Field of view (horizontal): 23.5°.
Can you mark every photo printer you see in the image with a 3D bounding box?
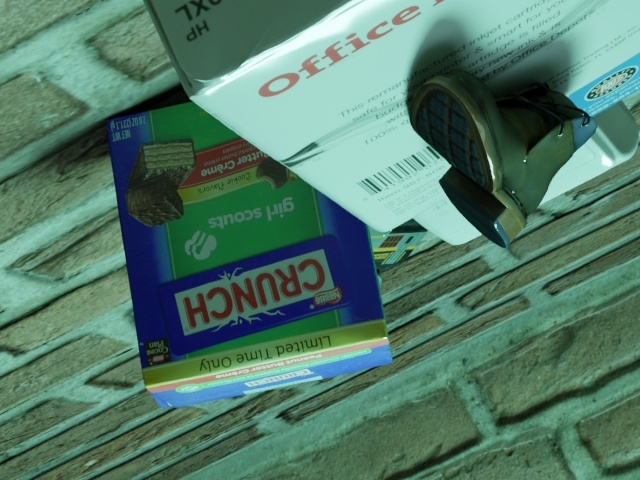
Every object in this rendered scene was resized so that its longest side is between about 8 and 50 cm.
[{"bbox_3d":[0.174,-0.137,1.774,0.307,0.256,0.107,-31,-163,44],"label":"photo printer"}]

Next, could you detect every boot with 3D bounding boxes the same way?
[{"bbox_3d":[0.126,-0.082,1.035,0.106,0.082,0.219,-46,157,-7],"label":"boot"}]

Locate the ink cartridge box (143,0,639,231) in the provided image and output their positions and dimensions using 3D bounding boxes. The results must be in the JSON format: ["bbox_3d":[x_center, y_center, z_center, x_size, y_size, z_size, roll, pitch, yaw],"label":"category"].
[{"bbox_3d":[0.074,-0.176,1.054,0.286,0.166,0.395,-29,161,11],"label":"ink cartridge box"}]

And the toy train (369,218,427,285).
[{"bbox_3d":[0.000,0.000,2.172,0.334,0.142,0.190,-2,140,-44],"label":"toy train"}]

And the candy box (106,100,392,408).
[{"bbox_3d":[-0.079,0.001,1.691,0.268,0.317,0.122,-12,162,4],"label":"candy box"}]
